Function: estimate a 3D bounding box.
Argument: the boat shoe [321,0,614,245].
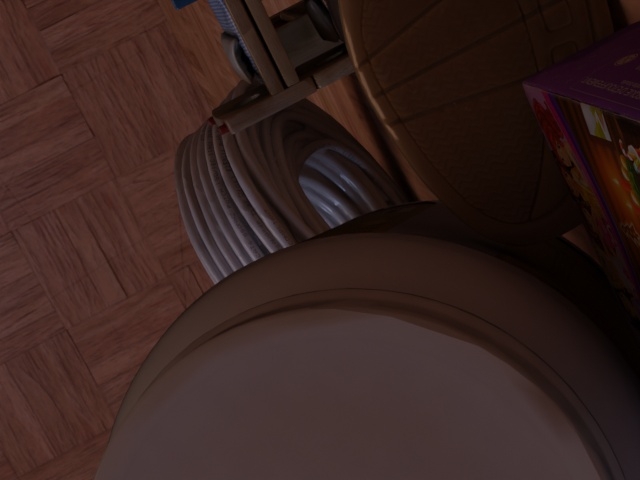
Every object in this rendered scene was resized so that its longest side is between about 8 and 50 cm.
[{"bbox_3d":[0.036,-0.134,0.632,0.285,0.103,0.092,60,-173,-5],"label":"boat shoe"}]

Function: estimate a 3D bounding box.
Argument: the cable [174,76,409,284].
[{"bbox_3d":[0.000,0.000,1.167,0.257,0.089,0.257,23,-143,-51],"label":"cable"}]

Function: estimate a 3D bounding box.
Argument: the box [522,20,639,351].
[{"bbox_3d":[0.177,0.075,0.515,0.293,0.057,0.201,64,175,-16],"label":"box"}]

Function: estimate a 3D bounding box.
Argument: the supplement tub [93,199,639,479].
[{"bbox_3d":[0.038,0.103,0.678,0.228,0.228,0.316,62,-168,1],"label":"supplement tub"}]

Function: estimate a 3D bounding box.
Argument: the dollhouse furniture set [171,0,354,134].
[{"bbox_3d":[-0.048,-0.163,1.051,0.129,0.129,0.183,64,174,-14],"label":"dollhouse furniture set"}]
